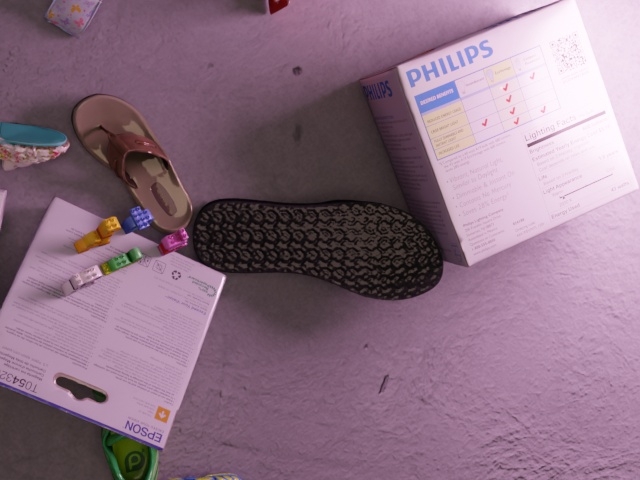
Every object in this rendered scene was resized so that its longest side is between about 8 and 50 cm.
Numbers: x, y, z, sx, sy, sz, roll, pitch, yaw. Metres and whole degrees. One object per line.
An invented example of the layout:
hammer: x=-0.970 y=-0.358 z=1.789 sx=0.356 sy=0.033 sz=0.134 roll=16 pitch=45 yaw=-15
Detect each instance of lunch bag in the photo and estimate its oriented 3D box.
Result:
lunch bag: x=-0.409 y=-0.386 z=1.708 sx=0.071 sy=0.053 sz=0.083 roll=29 pitch=111 yaw=-16

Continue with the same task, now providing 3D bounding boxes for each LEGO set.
LEGO set: x=-0.319 y=-0.001 z=1.669 sx=0.227 sy=0.093 sz=0.087 roll=-26 pitch=84 yaw=-32

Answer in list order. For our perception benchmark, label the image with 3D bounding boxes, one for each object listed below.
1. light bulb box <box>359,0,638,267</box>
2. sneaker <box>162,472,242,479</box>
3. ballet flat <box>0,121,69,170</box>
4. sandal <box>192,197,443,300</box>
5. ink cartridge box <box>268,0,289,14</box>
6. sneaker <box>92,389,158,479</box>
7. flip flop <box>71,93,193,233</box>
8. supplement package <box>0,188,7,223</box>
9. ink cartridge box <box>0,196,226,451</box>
light bulb box: x=0.312 y=-0.192 z=1.835 sx=0.357 sy=0.225 sz=0.361 roll=-23 pitch=99 yaw=-12
sneaker: x=-0.226 y=0.455 z=1.813 sx=0.188 sy=0.067 sz=0.078 roll=-1 pitch=88 yaw=-19
ballet flat: x=-0.535 y=-0.154 z=1.686 sx=0.240 sy=0.091 sz=0.077 roll=8 pitch=122 yaw=-12
sandal: x=-0.001 y=-0.003 z=1.833 sx=0.445 sy=0.107 sz=0.168 roll=10 pitch=98 yaw=-3
ink cartridge box: x=-0.043 y=-0.509 z=1.760 sx=0.077 sy=0.134 sz=0.231 roll=-4 pitch=96 yaw=-16
sneaker: x=-0.324 y=0.291 z=1.743 sx=0.109 sy=0.123 sz=0.296 roll=-14 pitch=94 yaw=-15
flip flop: x=-0.309 y=-0.129 z=1.740 sx=0.112 sy=0.080 sz=0.277 roll=-35 pitch=102 yaw=-11
supplement package: x=-0.636 y=-0.006 z=1.594 sx=0.262 sy=0.199 sz=0.198 roll=11 pitch=91 yaw=-16
ink cartridge box: x=-0.355 y=0.139 z=1.692 sx=0.324 sy=0.071 sz=0.330 roll=27 pitch=63 yaw=-16
